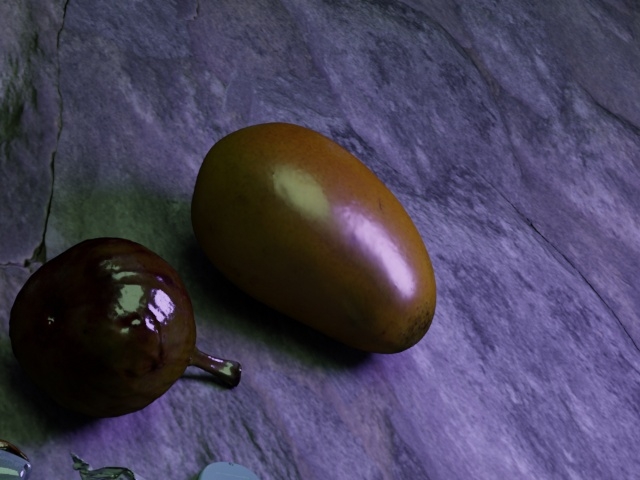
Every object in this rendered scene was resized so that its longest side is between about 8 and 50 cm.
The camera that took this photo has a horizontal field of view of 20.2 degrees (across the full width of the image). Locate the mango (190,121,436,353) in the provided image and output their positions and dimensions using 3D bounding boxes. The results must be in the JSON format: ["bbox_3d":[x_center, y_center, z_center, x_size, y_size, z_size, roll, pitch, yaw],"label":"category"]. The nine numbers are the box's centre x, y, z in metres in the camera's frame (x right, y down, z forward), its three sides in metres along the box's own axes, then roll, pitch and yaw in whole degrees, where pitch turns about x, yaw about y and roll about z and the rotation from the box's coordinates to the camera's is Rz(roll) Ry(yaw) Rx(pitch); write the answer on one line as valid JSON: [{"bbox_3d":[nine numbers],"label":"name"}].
[{"bbox_3d":[0.000,0.000,2.401,0.378,0.221,0.264,41,31,9],"label":"mango"}]

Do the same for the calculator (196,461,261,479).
[{"bbox_3d":[-0.098,0.309,2.061,0.095,0.021,0.153,12,31,-16],"label":"calculator"}]

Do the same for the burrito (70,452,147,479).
[{"bbox_3d":[-0.122,0.374,1.880,0.445,0.101,0.139,37,40,18],"label":"burrito"}]

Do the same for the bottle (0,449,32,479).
[{"bbox_3d":[-0.442,0.239,1.896,0.269,0.083,0.083,11,32,4],"label":"bottle"}]

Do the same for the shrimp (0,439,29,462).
[{"bbox_3d":[-0.357,0.261,1.969,0.091,0.025,0.127,7,39,-30],"label":"shrimp"}]

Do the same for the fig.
[{"bbox_3d":[-0.210,0.130,2.150,0.321,0.217,0.217,32,17,-47],"label":"fig"}]
